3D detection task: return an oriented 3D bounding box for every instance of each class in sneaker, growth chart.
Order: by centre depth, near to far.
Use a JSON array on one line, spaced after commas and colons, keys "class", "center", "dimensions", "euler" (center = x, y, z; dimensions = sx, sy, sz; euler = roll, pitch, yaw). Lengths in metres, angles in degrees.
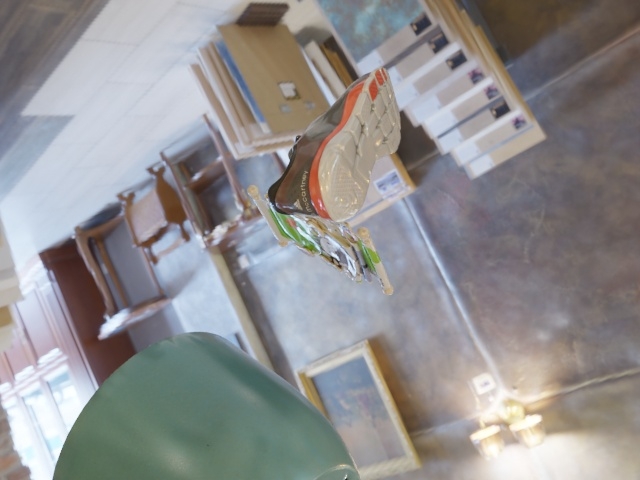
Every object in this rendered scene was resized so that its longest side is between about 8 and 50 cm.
[{"class": "sneaker", "center": [0.009, -0.071, 0.423], "dimensions": [0.064, 0.061, 0.158], "euler": [-3, -147, 29]}, {"class": "growth chart", "center": [0.000, 0.000, 0.842], "dimensions": [0.021, 0.237, 0.172], "euler": [-52, 140, -18]}]

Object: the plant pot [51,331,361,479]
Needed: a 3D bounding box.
[{"class": "plant pot", "center": [-0.097, 0.279, 0.681], "dimensions": [0.235, 0.293, 0.293], "euler": [19, -158, 34]}]
